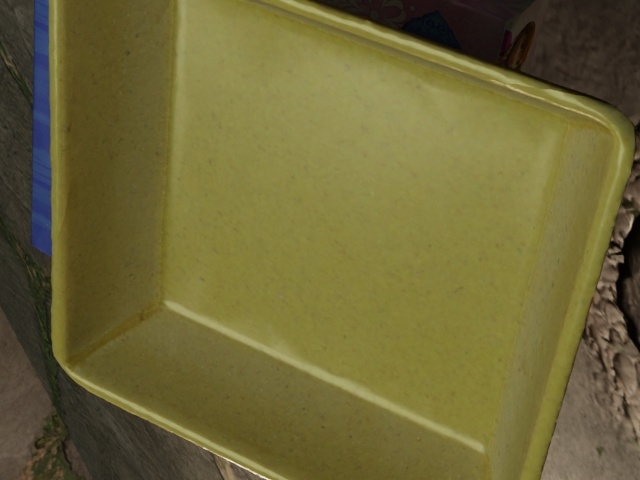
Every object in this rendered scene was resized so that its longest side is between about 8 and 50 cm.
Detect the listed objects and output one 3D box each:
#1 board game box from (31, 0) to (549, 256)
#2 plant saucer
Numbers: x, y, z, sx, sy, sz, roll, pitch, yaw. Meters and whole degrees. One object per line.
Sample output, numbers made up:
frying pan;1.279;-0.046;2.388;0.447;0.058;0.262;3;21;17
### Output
board game box;-0.042;-0.069;0.872;0.318;0.066;0.318;25;130;19
plant saucer;0.000;0.000;0.787;0.333;0.081;0.332;23;129;19
